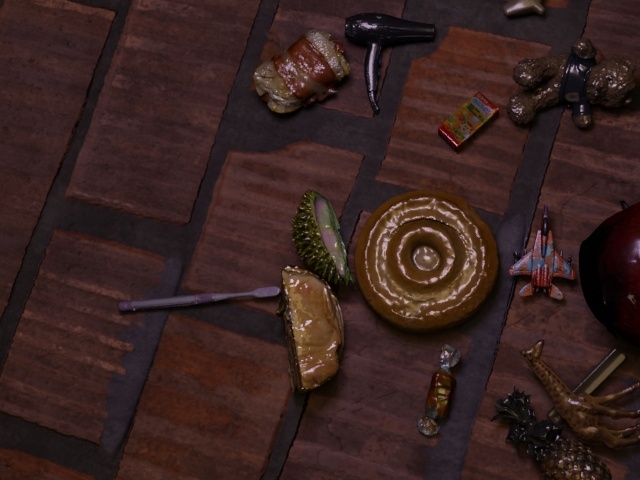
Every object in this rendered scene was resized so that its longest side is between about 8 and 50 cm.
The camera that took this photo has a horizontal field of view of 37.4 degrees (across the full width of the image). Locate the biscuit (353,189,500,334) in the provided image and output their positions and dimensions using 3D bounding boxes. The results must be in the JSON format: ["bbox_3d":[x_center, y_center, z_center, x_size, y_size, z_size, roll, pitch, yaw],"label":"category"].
[{"bbox_3d":[0.209,0.039,1.883,0.296,0.102,0.296,-3,73,9],"label":"biscuit"}]

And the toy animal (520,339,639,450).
[{"bbox_3d":[0.489,0.297,1.771,0.275,0.054,0.149,23,91,6],"label":"toy animal"}]

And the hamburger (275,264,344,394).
[{"bbox_3d":[-0.020,0.171,1.886,0.131,0.124,0.262,-6,79,-11],"label":"hamburger"}]

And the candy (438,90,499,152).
[{"bbox_3d":[0.308,-0.246,1.968,0.122,0.038,0.062,-42,73,-2],"label":"candy"}]

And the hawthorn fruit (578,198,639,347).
[{"bbox_3d":[0.618,0.068,1.711,0.316,0.316,0.316,-2,75,9],"label":"hawthorn fruit"}]

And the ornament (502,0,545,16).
[{"bbox_3d":[0.405,-0.599,2.029,0.245,0.061,0.230,27,84,19],"label":"ornament"}]

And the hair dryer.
[{"bbox_3d":[0.142,-0.378,2.030,0.195,0.075,0.219,5,87,2],"label":"hair dryer"}]

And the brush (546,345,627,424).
[{"bbox_3d":[0.508,0.278,1.808,0.034,0.027,0.190,44,94,5],"label":"brush"}]

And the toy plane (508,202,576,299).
[{"bbox_3d":[0.440,0.022,1.866,0.130,0.061,0.189,3,72,11],"label":"toy plane"}]

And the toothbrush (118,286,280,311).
[{"bbox_3d":[-0.253,0.125,1.980,0.354,0.029,0.024,-6,72,10],"label":"toothbrush"}]

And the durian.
[{"bbox_3d":[-0.009,0.004,1.907,0.095,0.137,0.221,-35,65,22],"label":"durian"}]

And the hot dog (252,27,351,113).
[{"bbox_3d":[-0.039,-0.360,2.031,0.213,0.103,0.146,-28,94,11],"label":"hot dog"}]

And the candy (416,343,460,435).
[{"bbox_3d":[0.234,0.291,1.839,0.053,0.046,0.182,14,81,15],"label":"candy"}]

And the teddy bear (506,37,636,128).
[{"bbox_3d":[0.506,-0.325,1.914,0.251,0.182,0.129,2,40,11],"label":"teddy bear"}]

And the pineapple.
[{"bbox_3d":[0.421,0.385,1.757,0.125,0.125,0.251,-42,68,-2],"label":"pineapple"}]
